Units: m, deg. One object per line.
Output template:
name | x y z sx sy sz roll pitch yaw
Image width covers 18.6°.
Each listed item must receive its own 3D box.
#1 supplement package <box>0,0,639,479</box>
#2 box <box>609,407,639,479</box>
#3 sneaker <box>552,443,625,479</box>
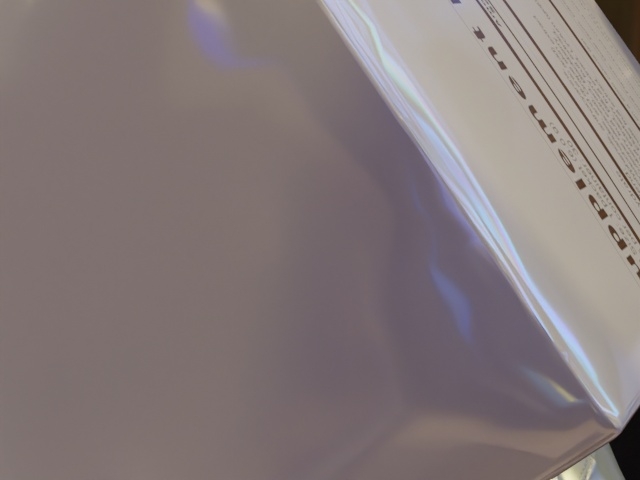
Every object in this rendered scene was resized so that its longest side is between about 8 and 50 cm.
supplement package | 0.000 0.000 0.593 0.177 0.175 0.293 -35 -4 20
box | 0.092 0.121 1.203 0.179 0.343 0.312 43 7 -8
sneaker | 0.178 0.157 0.750 0.178 0.295 0.124 -21 -44 8
